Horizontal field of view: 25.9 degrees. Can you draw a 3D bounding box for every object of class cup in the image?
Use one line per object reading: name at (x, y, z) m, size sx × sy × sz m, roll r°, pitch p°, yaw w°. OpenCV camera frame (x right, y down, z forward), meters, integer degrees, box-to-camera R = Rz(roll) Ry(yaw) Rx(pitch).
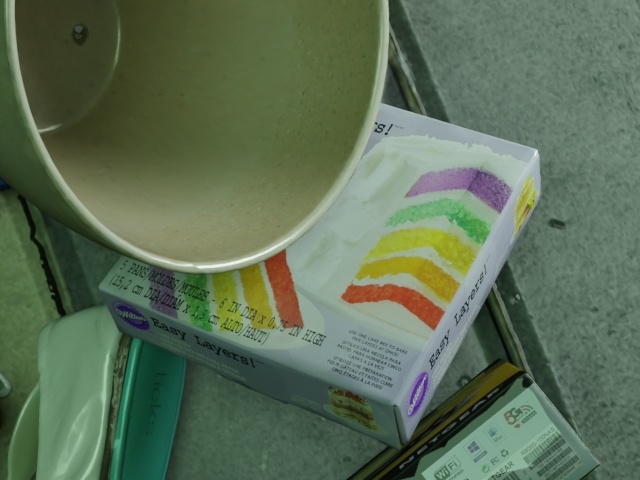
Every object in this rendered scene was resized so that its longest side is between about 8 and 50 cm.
cup at (-0.148, -0.152, 0.989) m, size 0.237 × 0.331 × 0.331 m, roll 7°, pitch 83°, yaw 43°

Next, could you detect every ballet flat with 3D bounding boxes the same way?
ballet flat at (-0.196, 0.244, 1.103) m, size 0.139 × 0.139 × 0.400 m, roll 6°, pitch 80°, yaw 7°

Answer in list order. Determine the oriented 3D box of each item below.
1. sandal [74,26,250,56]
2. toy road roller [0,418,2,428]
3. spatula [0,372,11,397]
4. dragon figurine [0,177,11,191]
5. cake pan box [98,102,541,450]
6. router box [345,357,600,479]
sandal at (-0.099, -0.176, 1.161) m, size 0.265 × 0.076 × 0.102 m, roll -17°, pitch 72°, yaw 18°
toy road roller at (-0.412, 0.174, 1.080) m, size 0.329 × 0.202 × 0.241 m, roll -15°, pitch 95°, yaw 1°
spatula at (-0.392, 0.087, 1.190) m, size 0.168 × 0.019 × 0.242 m, roll -43°, pitch 84°, yaw -1°
dragon figurine at (-0.306, -0.079, 1.107) m, size 0.144 × 0.289 × 0.085 m, roll -33°, pitch 57°, yaw 30°
cake pan box at (0.000, 0.000, 1.054) m, size 0.267 × 0.070 × 0.246 m, roll 20°, pitch 58°, yaw 25°
router box at (0.044, 0.212, 1.005) m, size 0.309 × 0.243 × 0.081 m, roll -39°, pitch 86°, yaw 0°
